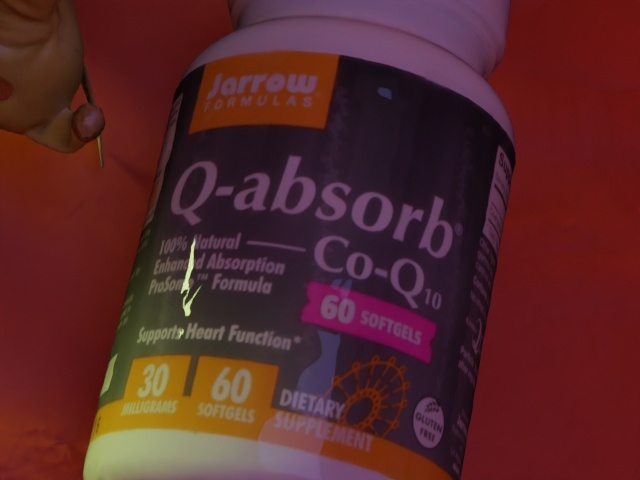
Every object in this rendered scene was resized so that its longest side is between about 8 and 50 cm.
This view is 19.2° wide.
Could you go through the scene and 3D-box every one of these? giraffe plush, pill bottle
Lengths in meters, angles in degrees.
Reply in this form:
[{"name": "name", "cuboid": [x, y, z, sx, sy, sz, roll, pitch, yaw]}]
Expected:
[{"name": "giraffe plush", "cuboid": [-0.200, -0.110, 0.854, 0.170, 0.181, 0.210, -14, 111, -8]}, {"name": "pill bottle", "cuboid": [0.000, 0.000, 0.849, 0.162, 0.162, 0.278, 15, 69, -10]}]
